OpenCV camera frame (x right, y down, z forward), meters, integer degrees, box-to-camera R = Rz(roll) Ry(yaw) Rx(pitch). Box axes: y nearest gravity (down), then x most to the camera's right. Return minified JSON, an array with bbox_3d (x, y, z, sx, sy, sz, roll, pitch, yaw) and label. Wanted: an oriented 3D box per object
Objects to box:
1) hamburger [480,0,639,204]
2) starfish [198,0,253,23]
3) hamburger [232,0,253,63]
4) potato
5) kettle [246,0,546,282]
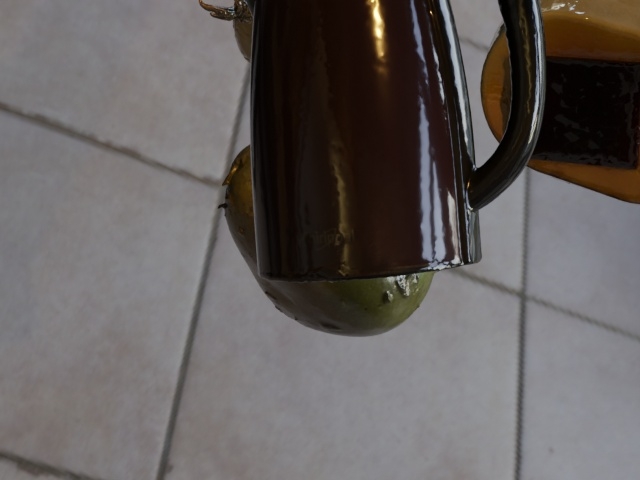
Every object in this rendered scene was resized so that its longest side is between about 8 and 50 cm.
[{"bbox_3d":[0.311,-0.155,1.354,0.295,0.227,0.151,21,26,14],"label":"hamburger"},{"bbox_3d":[-0.106,-0.285,1.580,0.091,0.078,0.028,3,81,-26],"label":"starfish"},{"bbox_3d":[-0.003,-0.378,1.997,0.290,0.314,0.170,-39,80,-20],"label":"hamburger"},{"bbox_3d":[0.013,-0.001,1.790,0.269,0.359,0.219,7,64,31],"label":"potato"},{"bbox_3d":[0.041,-0.097,0.820,0.144,0.202,0.232,-17,104,-63],"label":"kettle"}]
